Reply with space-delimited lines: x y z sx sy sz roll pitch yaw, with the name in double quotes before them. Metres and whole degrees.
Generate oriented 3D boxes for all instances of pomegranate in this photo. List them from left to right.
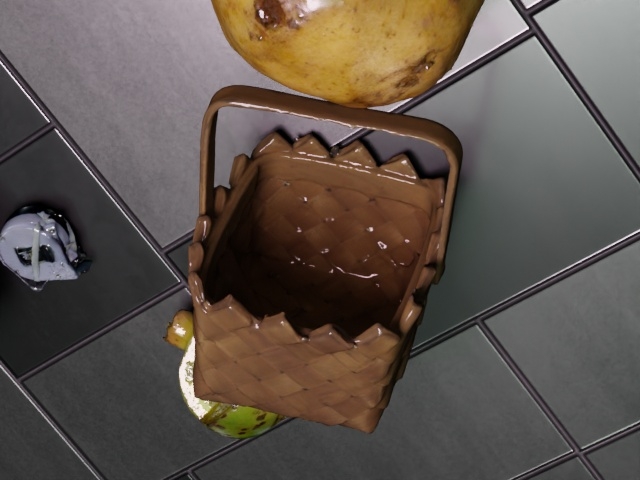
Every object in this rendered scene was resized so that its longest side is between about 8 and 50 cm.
"pomegranate" -0.093 0.145 2.042 0.169 0.122 0.143 32 95 35
"pomegranate" 0.029 -0.264 1.691 0.281 0.281 0.281 6 120 11

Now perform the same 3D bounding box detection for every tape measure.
"tape measure" -0.317 0.007 2.054 0.091 0.054 0.094 -19 122 25

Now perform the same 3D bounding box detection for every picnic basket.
"picnic basket" 0.000 0.000 1.829 0.254 0.291 0.321 13 130 7
